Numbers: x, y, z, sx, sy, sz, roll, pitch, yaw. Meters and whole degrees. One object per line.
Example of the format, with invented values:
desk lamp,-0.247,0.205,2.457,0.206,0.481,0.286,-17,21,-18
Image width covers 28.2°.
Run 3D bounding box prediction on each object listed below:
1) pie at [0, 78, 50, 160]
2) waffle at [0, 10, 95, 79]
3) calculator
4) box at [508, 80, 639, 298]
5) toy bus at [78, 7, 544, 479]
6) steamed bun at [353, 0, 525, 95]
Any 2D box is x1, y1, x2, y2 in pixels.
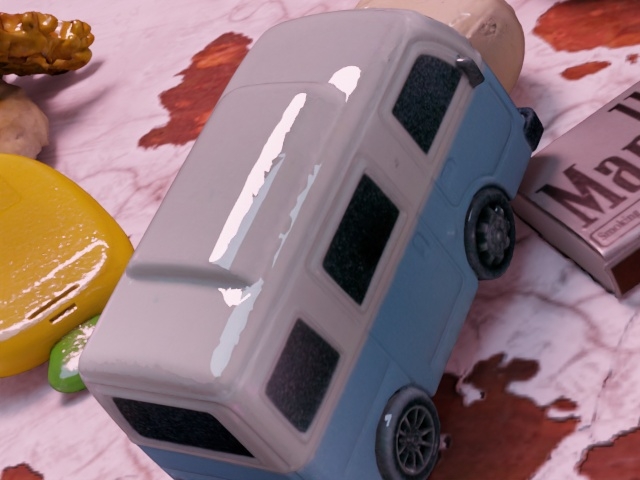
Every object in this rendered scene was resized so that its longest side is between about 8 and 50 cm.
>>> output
pie,-0.380,-0.029,1.074,0.339,0.077,0.339,-23,33,16
waffle,-0.319,-0.172,1.118,0.229,0.051,0.231,2,3,41
calculator,-0.210,0.017,0.873,0.146,0.032,0.235,-37,53,-19
box,0.199,-0.052,0.711,0.177,0.036,0.115,-35,34,-6
toy bus,0.000,0.000,0.658,0.133,0.165,0.271,2,55,38
steamed bun,0.074,-0.117,0.833,0.130,0.091,0.112,10,49,41
